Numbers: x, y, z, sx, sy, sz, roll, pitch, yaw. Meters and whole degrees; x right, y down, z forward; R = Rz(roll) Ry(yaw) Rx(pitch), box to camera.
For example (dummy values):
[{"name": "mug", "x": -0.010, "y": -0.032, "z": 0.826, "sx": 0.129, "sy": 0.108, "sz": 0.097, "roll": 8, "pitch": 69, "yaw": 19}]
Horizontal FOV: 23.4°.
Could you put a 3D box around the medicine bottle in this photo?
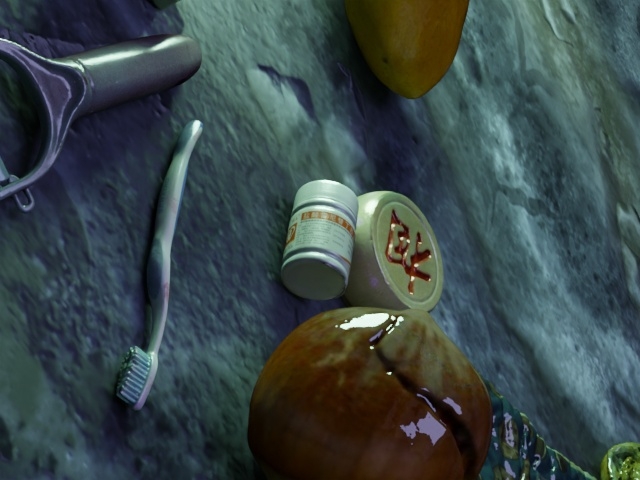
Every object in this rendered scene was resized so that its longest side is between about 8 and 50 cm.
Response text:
[{"name": "medicine bottle", "x": 0.000, "y": 0.000, "z": 1.284, "sx": 0.057, "sy": 0.057, "sz": 0.089, "roll": 43, "pitch": 40, "yaw": -33}]

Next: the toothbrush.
[{"name": "toothbrush", "x": -0.116, "y": 0.009, "z": 1.146, "sx": 0.027, "sy": 0.021, "sz": 0.269, "roll": 47, "pitch": 38, "yaw": -38}]

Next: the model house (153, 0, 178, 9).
[{"name": "model house", "x": -0.119, "y": -0.286, "z": 1.240, "sx": 0.127, "sy": 0.100, "sz": 0.149, "roll": 42, "pitch": 43, "yaw": -35}]

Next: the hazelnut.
[{"name": "hazelnut", "x": 0.037, "y": 0.139, "z": 1.165, "sx": 0.182, "sy": 0.182, "sz": 0.182, "roll": 32, "pitch": 47, "yaw": -42}]

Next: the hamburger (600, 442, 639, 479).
[{"name": "hamburger", "x": 0.371, "y": 0.279, "z": 1.588, "sx": 0.159, "sy": 0.131, "sz": 0.185, "roll": 22, "pitch": 58, "yaw": -44}]

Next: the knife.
[{"name": "knife", "x": -0.157, "y": -0.108, "z": 1.131, "sx": 0.278, "sy": 0.053, "sz": 0.123, "roll": -29, "pitch": 102, "yaw": -56}]

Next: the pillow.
[{"name": "pillow", "x": 0.184, "y": 0.245, "z": 1.433, "sx": 0.255, "sy": 0.034, "sz": 0.189, "roll": 45, "pitch": 41, "yaw": -33}]

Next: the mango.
[{"name": "mango", "x": 0.081, "y": -0.260, "z": 1.490, "sx": 0.154, "sy": 0.126, "sz": 0.252, "roll": 26, "pitch": 57, "yaw": -71}]

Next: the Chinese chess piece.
[{"name": "Chinese chess piece", "x": 0.059, "y": 0.016, "z": 1.365, "sx": 0.122, "sy": 0.051, "sz": 0.122, "roll": 33, "pitch": 46, "yaw": -42}]
